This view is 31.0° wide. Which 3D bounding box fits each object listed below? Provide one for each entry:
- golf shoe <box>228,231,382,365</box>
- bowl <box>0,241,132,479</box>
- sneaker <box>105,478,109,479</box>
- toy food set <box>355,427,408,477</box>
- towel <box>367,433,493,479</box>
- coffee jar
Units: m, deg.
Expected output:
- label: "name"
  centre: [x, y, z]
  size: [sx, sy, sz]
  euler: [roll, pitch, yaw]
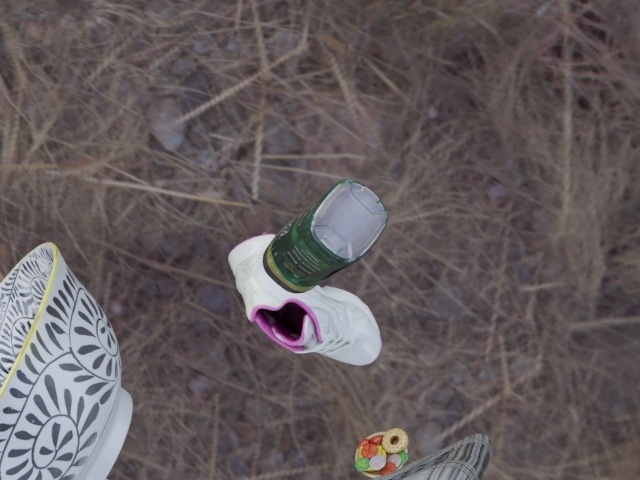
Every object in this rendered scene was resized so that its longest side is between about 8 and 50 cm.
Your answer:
- label: "golf shoe"
  centre: [-0.017, 0.119, 1.635]
  size: [0.115, 0.140, 0.306]
  euler: [-33, 131, 23]
- label: "bowl"
  centre: [-0.149, 0.093, 0.593]
  size: [0.080, 0.170, 0.170]
  euler: [32, 89, -22]
- label: "sneaker"
  centre: [-0.304, 0.432, 1.562]
  size: [0.122, 0.283, 0.110]
  euler: [15, 136, -41]
- label: "toy food set"
  centre: [0.091, 0.319, 1.724]
  size: [0.083, 0.083, 0.020]
  euler: [-7, 136, 16]
- label: "towel"
  centre: [0.008, 0.270, 1.123]
  size: [0.324, 0.312, 0.056]
  euler: [-26, 84, 11]
- label: "coffee jar"
  centre: [0.000, 0.000, 1.338]
  size: [0.079, 0.184, 0.096]
  euler: [42, 64, -6]
